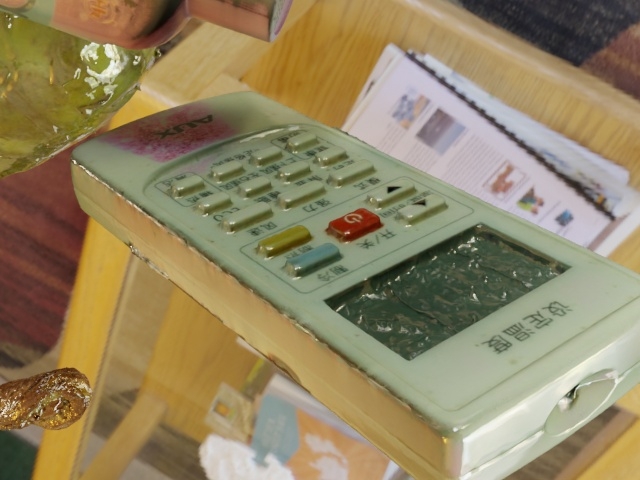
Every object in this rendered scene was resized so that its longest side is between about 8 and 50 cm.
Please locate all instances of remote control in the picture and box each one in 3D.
[{"bbox_3d":[0.000,-0.001,0.497,0.344,0.145,0.050,31,136,43],"label":"remote control"}]

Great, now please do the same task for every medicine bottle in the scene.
[{"bbox_3d":[-0.103,-0.170,0.495,0.188,0.094,0.119,18,129,0],"label":"medicine bottle"}]

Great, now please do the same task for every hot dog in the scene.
[{"bbox_3d":[-0.328,0.187,1.094,0.147,0.065,0.099,-15,161,38],"label":"hot dog"}]

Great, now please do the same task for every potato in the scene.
[{"bbox_3d":[-0.271,-0.133,0.760,0.298,0.141,0.176,-20,138,10],"label":"potato"}]
